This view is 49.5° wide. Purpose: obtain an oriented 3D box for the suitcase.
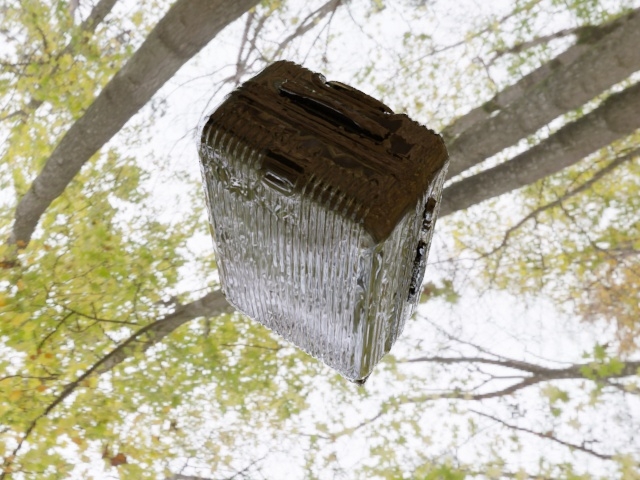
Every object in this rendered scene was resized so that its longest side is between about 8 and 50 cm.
[{"bbox_3d":[0.000,0.000,0.649,0.202,0.312,0.128,30,-122,20],"label":"suitcase"}]
